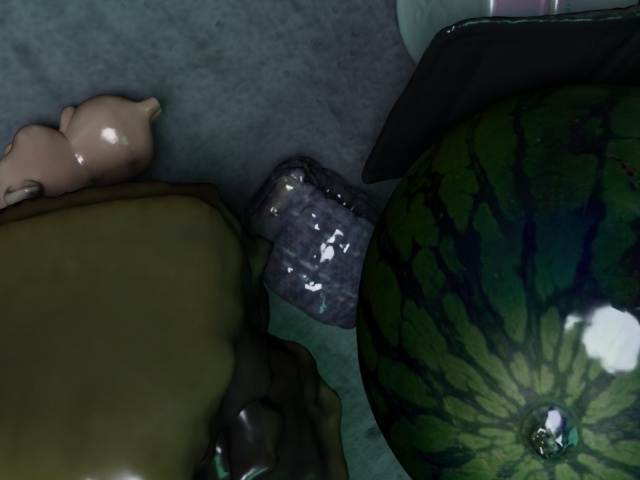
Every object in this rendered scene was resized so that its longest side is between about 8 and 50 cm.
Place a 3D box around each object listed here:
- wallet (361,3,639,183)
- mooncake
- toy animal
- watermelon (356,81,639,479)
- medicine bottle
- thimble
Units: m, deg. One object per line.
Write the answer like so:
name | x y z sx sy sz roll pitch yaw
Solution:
wallet | 0.204 -0.121 0.741 0.323 0.041 0.247 -8 162 -17
mooncake | -0.117 0.139 0.668 0.393 0.246 0.394 13 146 -25
toy animal | -0.177 -0.056 0.654 0.150 0.089 0.083 -43 136 -12
watermelon | 0.189 0.059 0.637 0.363 0.363 0.363 -20 134 -23
medicine bottle | 0.163 -0.200 0.752 0.168 0.135 0.135 -10 129 -31
thimble | 0.001 0.000 0.785 0.150 0.150 0.098 24 107 -46
